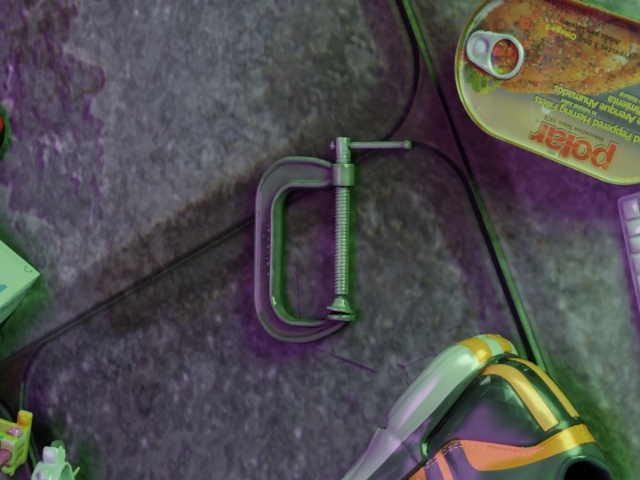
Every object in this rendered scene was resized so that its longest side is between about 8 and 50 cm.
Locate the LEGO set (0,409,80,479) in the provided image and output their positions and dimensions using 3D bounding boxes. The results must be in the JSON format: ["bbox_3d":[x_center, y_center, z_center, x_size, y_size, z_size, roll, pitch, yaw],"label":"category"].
[{"bbox_3d":[-0.344,0.197,1.602,0.287,0.107,0.132,-5,109,20],"label":"LEGO set"}]

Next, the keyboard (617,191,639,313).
[{"bbox_3d":[0.244,0.089,1.254,0.072,0.014,0.256,-16,81,38],"label":"keyboard"}]

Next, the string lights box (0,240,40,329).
[{"bbox_3d":[-0.365,0.088,1.670,0.133,0.077,0.260,40,117,2],"label":"string lights box"}]

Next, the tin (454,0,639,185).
[{"bbox_3d":[0.172,-0.102,1.292,0.189,0.040,0.106,26,103,35],"label":"tin"}]

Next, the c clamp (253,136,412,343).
[{"bbox_3d":[0.000,0.000,1.440,0.137,0.022,0.161,9,97,38],"label":"c clamp"}]

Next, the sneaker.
[{"bbox_3d":[0.076,0.234,1.321,0.180,0.124,0.321,47,118,29],"label":"sneaker"}]

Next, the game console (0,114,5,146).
[{"bbox_3d":[-0.461,-0.053,1.793,0.342,0.060,0.386,43,117,23],"label":"game console"}]
